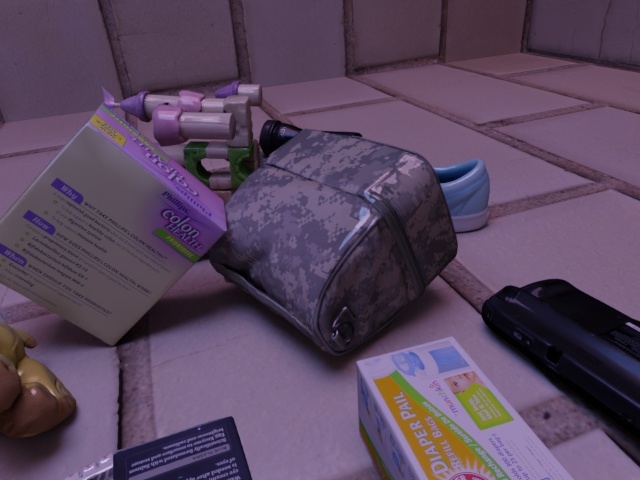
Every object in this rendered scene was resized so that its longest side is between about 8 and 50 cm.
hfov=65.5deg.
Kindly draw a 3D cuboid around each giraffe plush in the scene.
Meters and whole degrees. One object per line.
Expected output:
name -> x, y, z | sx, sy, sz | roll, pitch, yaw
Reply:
giraffe plush -> -0.407, 0.170, 0.540 | 0.170, 0.182, 0.210 | -42, 53, -18

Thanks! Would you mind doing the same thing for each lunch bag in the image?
lunch bag -> 0.000, 0.000, 0.722 | 0.256, 0.213, 0.305 | -42, 42, -19

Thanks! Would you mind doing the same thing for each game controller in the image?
game controller -> 0.349, 0.138, 0.588 | 0.166, 0.067, 0.319 | -3, 25, -29

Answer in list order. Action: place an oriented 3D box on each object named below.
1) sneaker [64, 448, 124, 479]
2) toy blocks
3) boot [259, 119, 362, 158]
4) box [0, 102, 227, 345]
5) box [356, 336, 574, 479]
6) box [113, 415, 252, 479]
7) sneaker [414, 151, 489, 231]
sneaker -> -0.222, 0.253, 0.435 | 0.170, 0.063, 0.074 | -22, 27, -38
toy blocks -> -0.253, -0.152, 0.953 | 0.259, 0.289, 0.309 | 2, 32, 5
boot -> 0.005, -0.154, 1.033 | 0.207, 0.246, 0.094 | 15, 73, 18
box -> -0.290, -0.017, 0.680 | 0.243, 0.213, 0.117 | -44, 28, 11
box -> 0.118, 0.198, 0.448 | 0.114, 0.103, 0.203 | -12, 29, -14
box -> -0.076, 0.242, 0.340 | 0.093, 0.156, 0.158 | -13, 30, -17
sneaker -> 0.135, -0.096, 0.939 | 0.365, 0.150, 0.135 | -6, 28, -2
